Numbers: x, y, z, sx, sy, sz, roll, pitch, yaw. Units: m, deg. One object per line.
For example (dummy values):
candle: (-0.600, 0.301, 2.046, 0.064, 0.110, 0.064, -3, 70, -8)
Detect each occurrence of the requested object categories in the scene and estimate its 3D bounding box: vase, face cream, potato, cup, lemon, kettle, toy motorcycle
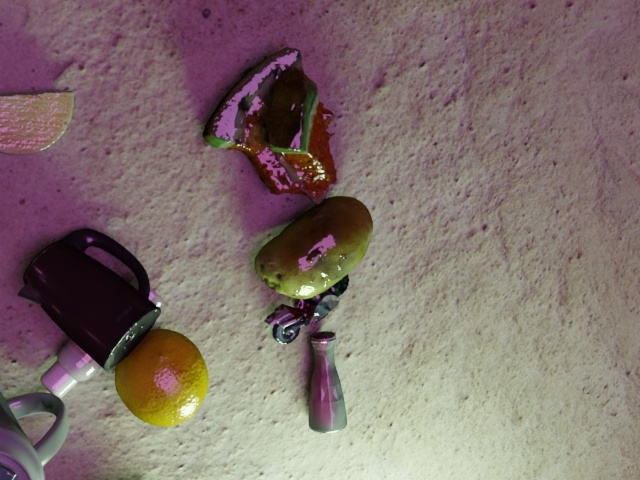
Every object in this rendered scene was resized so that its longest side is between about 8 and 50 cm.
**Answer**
vase: (0.011, 0.310, 2.002, 0.086, 0.086, 0.214, -8, 101, -27)
face cream: (-0.419, 0.187, 1.732, 0.269, 0.082, 0.082, -45, 118, -12)
potato: (0.000, 0.000, 1.861, 0.271, 0.111, 0.160, -36, 74, -20)
cup: (-0.576, 0.363, 1.543, 0.323, 0.327, 0.237, -17, 110, -27)
lemon: (-0.304, 0.267, 1.759, 0.178, 0.178, 0.203, -40, 115, -15)
kettle: (-0.409, 0.089, 1.646, 0.232, 0.144, 0.202, 40, 62, 6)
toy motorcycle: (-0.032, 0.122, 1.929, 0.213, 0.082, 0.122, -44, 119, -15)

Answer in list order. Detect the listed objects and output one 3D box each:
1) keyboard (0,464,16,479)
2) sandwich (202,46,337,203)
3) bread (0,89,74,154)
keyboard: (-0.543, 0.333, 1.353, 0.176, 0.014, 0.055, 40, 80, -31)
sandwich: (-0.066, -0.198, 1.792, 0.250, 0.162, 0.301, -41, 115, -10)
bread: (-0.530, -0.207, 1.607, 0.193, 0.036, 0.112, -10, 111, -30)
